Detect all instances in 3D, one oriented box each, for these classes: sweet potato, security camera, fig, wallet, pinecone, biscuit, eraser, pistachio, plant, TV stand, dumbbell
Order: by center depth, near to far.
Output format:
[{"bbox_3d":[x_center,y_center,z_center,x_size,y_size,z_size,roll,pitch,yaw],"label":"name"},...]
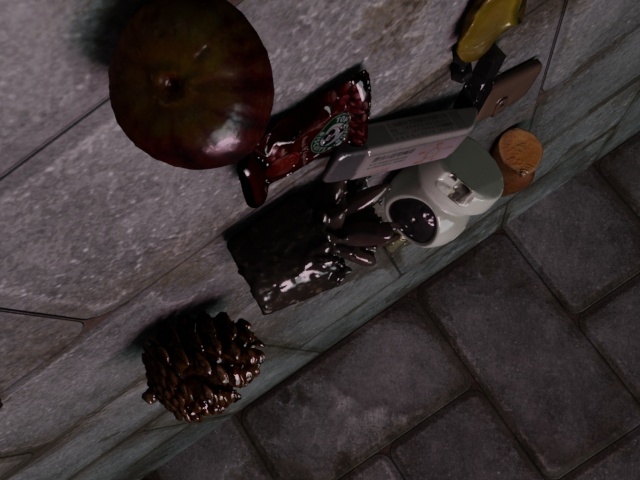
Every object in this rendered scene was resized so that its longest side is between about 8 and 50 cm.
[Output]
[{"bbox_3d":[-0.109,-0.135,0.636,0.148,0.149,0.202,0,161,23],"label":"fig"},{"bbox_3d":[-0.024,-0.140,0.962,0.235,0.063,0.151,-33,165,-14],"label":"biscuit"},{"bbox_3d":[0.254,-0.335,0.979,0.089,0.049,0.173,-5,156,-18],"label":"pistachio"},{"bbox_3d":[0.231,-0.290,1.089,0.040,0.036,0.083,-34,164,-2],"label":"dumbbell"},{"bbox_3d":[0.147,-0.171,1.178,0.351,0.061,0.089,-15,158,-33],"label":"eraser"},{"bbox_3d":[0.000,0.000,1.225,0.320,0.182,0.194,-27,164,-8],"label":"plant"},{"bbox_3d":[0.289,-0.276,1.246,0.042,0.036,0.249,-29,163,-16],"label":"TV stand"},{"bbox_3d":[0.371,-0.298,1.348,0.152,0.039,0.118,-31,162,-18],"label":"wallet"},{"bbox_3d":[-0.245,0.256,1.385,0.272,0.224,0.224,-25,162,-25],"label":"pinecone"},{"bbox_3d":[0.245,-0.095,1.423,0.194,0.195,0.236,-19,162,-43],"label":"security camera"},{"bbox_3d":[0.503,-0.177,1.803,0.131,0.131,0.337,-32,164,-7],"label":"sweet potato"}]

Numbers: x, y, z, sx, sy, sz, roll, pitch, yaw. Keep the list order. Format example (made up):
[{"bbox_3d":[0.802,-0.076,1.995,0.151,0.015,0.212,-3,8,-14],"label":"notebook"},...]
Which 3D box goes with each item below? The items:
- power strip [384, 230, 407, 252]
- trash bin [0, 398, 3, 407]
[{"bbox_3d":[0.290,-0.047,1.887,0.387,0.066,0.092,-23,162,-43],"label":"power strip"},{"bbox_3d":[-0.545,0.257,0.833,0.252,0.203,0.301,-47,170,-25],"label":"trash bin"}]
